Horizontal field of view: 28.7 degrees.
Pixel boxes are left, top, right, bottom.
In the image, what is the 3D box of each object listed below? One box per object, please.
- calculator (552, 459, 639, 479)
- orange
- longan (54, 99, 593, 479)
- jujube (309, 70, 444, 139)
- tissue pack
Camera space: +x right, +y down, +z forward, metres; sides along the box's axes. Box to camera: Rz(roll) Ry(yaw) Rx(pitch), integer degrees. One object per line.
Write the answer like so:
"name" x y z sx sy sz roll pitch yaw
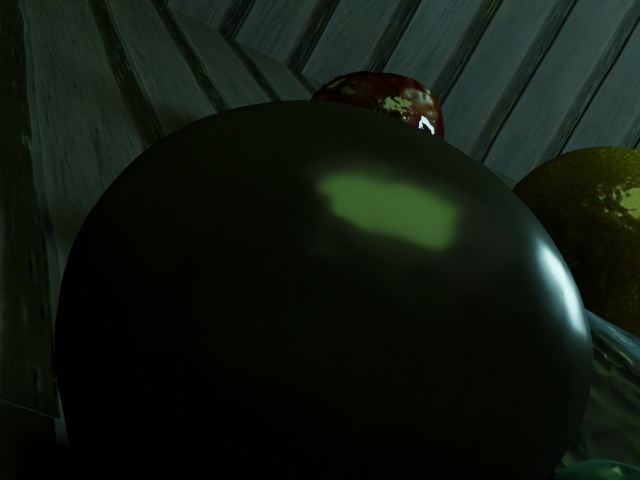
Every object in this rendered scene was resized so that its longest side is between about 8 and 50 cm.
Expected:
"calculator" 0.225 0.260 0.496 0.386 0.054 0.256 38 47 9
"orange" 0.310 0.026 1.374 0.274 0.274 0.274 28 13 -7
"longan" -0.003 0.054 0.627 0.258 0.258 0.258 28 13 -7
"jujube" 0.063 -0.122 1.614 0.197 0.197 0.290 28 -2 -3
"tissue pack" 0.243 0.134 1.049 0.259 0.122 0.361 36 8 36
